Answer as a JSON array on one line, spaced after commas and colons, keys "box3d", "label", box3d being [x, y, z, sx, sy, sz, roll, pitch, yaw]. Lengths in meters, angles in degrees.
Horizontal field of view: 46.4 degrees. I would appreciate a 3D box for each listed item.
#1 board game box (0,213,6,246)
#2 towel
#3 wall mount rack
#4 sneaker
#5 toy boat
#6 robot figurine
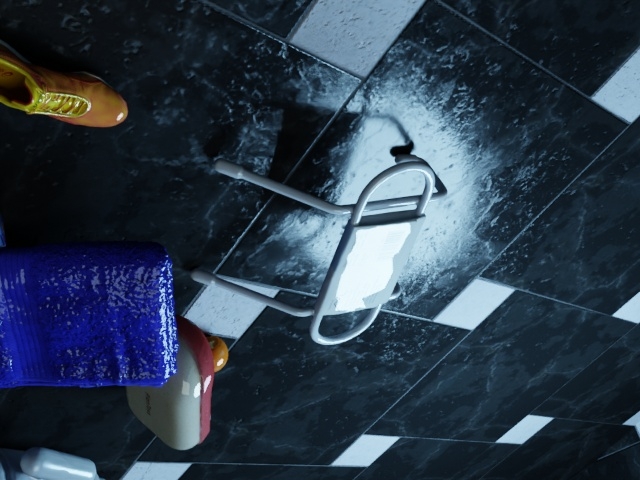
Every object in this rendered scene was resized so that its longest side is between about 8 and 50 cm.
[{"box3d": [-0.430, -0.064, 0.763, 0.160, 0.047, 0.210, -12, 139, -17], "label": "board game box"}, {"box3d": [-0.333, 0.103, 0.913, 0.309, 0.076, 0.227, -3, 130, -8], "label": "towel"}, {"box3d": [0.000, 0.000, 1.016, 0.304, 0.130, 0.350, -7, 137, -27], "label": "wall mount rack"}, {"box3d": [-0.274, -0.143, 0.745, 0.175, 0.067, 0.064, 14, 125, -40], "label": "sneaker"}, {"box3d": [-0.202, 0.197, 1.131, 0.151, 0.151, 0.231, -38, 152, -37], "label": "toy boat"}, {"box3d": [-0.480, 0.427, 1.154, 0.300, 0.199, 0.353, -49, 139, 11], "label": "robot figurine"}]
